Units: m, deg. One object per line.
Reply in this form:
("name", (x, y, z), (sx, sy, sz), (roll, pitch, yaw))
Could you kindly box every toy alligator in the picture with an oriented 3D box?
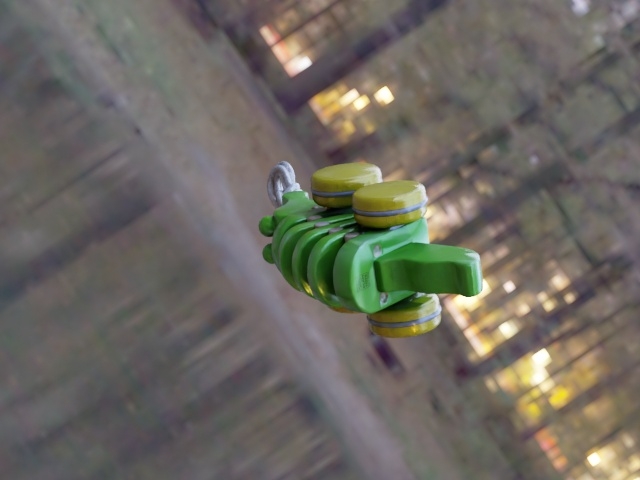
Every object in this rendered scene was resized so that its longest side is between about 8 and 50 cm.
("toy alligator", (0.000, 0.000, 0.703), (0.190, 0.051, 0.056), (26, -54, 61))
